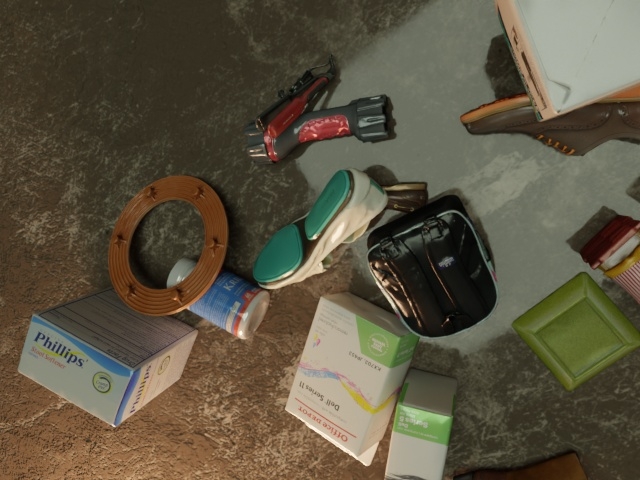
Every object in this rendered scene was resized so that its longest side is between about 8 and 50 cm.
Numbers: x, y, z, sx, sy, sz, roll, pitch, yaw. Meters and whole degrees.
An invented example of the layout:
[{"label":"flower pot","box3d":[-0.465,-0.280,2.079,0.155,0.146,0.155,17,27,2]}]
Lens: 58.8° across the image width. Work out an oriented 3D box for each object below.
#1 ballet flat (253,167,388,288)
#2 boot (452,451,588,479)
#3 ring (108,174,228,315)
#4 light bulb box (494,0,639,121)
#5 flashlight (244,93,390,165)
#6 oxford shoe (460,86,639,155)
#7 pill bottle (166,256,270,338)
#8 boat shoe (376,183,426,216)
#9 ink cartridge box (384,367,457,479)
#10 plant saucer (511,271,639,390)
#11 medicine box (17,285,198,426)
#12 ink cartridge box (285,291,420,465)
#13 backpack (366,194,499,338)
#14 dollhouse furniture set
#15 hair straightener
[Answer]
[{"label":"ballet flat","box3d":[0.000,0.000,1.213,0.139,0.139,0.400,49,131,4]},{"label":"boot","box3d":[0.427,0.582,1.152,0.280,0.264,0.096,-17,122,18]},{"label":"ring","box3d":[-0.361,0.005,1.307,0.336,0.032,0.337,-8,71,22]},{"label":"light bulb box","box3d":[0.446,-0.336,0.785,0.357,0.361,0.225,-21,93,19]},{"label":"flashlight","box3d":[-0.006,-0.229,1.209,0.303,0.103,0.103,-5,118,16]},{"label":"oxford shoe","box3d":[0.451,-0.219,1.071,0.363,0.130,0.133,-3,104,16]},{"label":"pill bottle","box3d":[-0.239,0.126,1.314,0.221,0.124,0.124,26,104,12]},{"label":"boat shoe","box3d":[0.120,-0.086,1.209,0.206,0.073,0.073,3,97,15]},{"label":"ink cartridge box","box3d":[0.208,0.441,1.202,0.114,0.198,0.273,11,101,14]},{"label":"plant saucer","box3d":[0.525,0.193,1.155,0.188,0.045,0.188,-42,86,17]},{"label":"medicine box","box3d":[-0.479,0.251,1.315,0.263,0.289,0.149,25,104,11]},{"label":"ink cartridge box","box3d":[0.057,0.316,1.241,0.207,0.119,0.354,24,105,29]},{"label":"backpack","box3d":[0.229,0.059,1.135,0.225,0.191,0.254,-27,102,16]},{"label":"dollhouse furniture set","box3d":[0.680,-0.032,1.020,0.201,0.152,0.374,41,107,6]},{"label":"hair straightener","box3d":[-0.056,-0.314,1.190,0.089,0.047,0.230,32,75,33]}]
